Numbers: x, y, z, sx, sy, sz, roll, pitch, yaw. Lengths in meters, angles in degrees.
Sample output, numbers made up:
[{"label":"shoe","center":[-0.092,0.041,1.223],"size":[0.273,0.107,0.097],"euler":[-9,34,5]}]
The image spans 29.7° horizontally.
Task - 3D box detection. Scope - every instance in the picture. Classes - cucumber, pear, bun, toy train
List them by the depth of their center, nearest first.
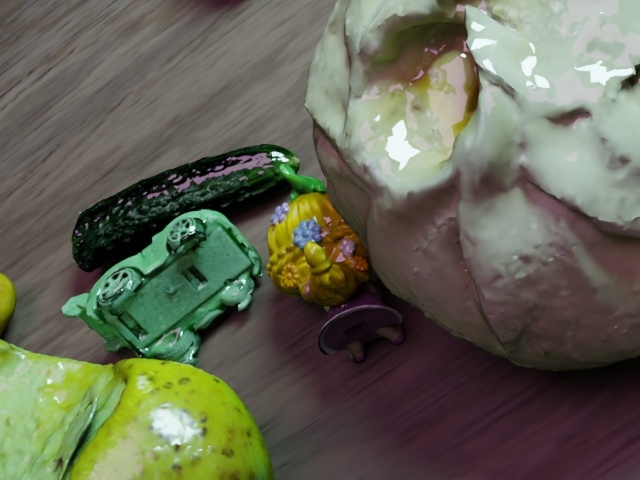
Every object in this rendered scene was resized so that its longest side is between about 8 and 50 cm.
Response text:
[{"label":"bun","center":[0.142,-0.110,0.753],"size":[0.365,0.219,0.365],"euler":[-8,75,32]},{"label":"pear","center":[-0.165,0.197,0.840],"size":[0.255,0.164,0.238],"euler":[4,64,31]},{"label":"toy train","center":[-0.123,0.038,0.952],"size":[0.149,0.099,0.081],"euler":[-43,35,-1]},{"label":"cucumber","center":[-0.114,-0.035,1.010],"size":[0.214,0.052,0.058],"euler":[-21,75,18]}]

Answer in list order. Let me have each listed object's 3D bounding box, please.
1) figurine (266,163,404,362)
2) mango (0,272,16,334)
[{"label":"figurine","center":[0.000,0.000,0.884],"size":[0.094,0.115,0.156],"euler":[-21,52,7]},{"label":"mango","center":[-0.333,0.085,1.057],"size":[0.161,0.076,0.103],"euler":[-38,46,2]}]
